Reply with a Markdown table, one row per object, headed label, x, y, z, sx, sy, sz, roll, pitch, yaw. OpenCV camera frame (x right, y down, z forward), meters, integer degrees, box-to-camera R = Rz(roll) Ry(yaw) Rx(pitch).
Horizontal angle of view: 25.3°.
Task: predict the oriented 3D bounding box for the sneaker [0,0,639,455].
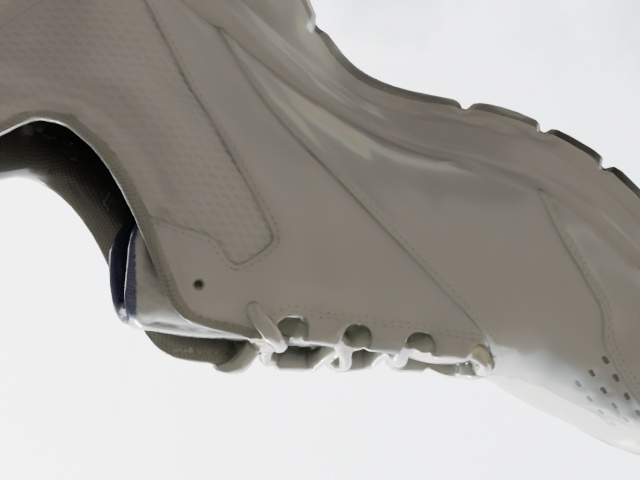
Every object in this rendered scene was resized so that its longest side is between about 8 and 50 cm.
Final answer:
| label | x | y | z | sx | sy | sz | roll | pitch | yaw |
| --- | --- | --- | --- | --- | --- | --- | --- | --- | --- |
| sneaker | 0.000 | 0.000 | 0.485 | 0.297 | 0.111 | 0.129 | 31 | -118 | -6 |
